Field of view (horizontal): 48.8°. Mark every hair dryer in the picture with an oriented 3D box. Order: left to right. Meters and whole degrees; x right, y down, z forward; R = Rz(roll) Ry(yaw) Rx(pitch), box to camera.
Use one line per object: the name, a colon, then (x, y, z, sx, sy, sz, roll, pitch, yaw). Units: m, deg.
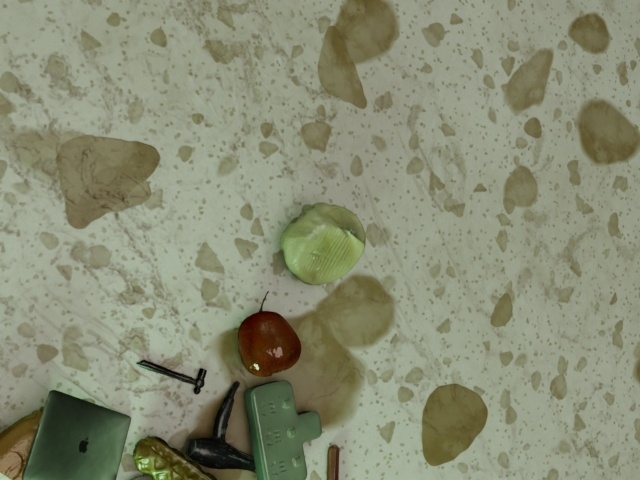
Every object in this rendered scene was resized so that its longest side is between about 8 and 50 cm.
hair dryer: (-0.223, 0.462, 1.761, 0.195, 0.075, 0.219, 26, 70, -34)

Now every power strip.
power strip: (-0.086, 0.491, 1.805, 0.193, 0.059, 0.265, -7, 84, -37)

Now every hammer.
hammer: (-0.362, 0.319, 1.712, 0.178, 0.021, 0.065, 24, 78, -21)

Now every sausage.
sausage: (0.034, 0.621, 1.892, 0.030, 0.035, 0.147, 3, 85, -23)

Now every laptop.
laptop: (-0.520, 0.447, 1.532, 0.269, 0.015, 0.188, 45, 50, -54)

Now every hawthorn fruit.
hawthorn fruit: (-0.141, 0.235, 1.761, 0.162, 0.162, 0.204, -18, 81, -26)

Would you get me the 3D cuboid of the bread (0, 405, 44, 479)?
bread: (-0.613, 0.460, 1.518, 0.169, 0.140, 0.160, -37, 99, -23)

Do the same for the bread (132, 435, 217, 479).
bread: (-0.323, 0.554, 1.649, 0.269, 0.087, 0.098, 36, 41, -2)

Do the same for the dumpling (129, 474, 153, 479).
dumpling: (-0.391, 0.651, 1.618, 0.243, 0.175, 0.227, 32, 43, -48)

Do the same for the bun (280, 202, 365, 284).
bun: (0.000, 0.000, 1.841, 0.229, 0.145, 0.230, -17, 130, -21)
